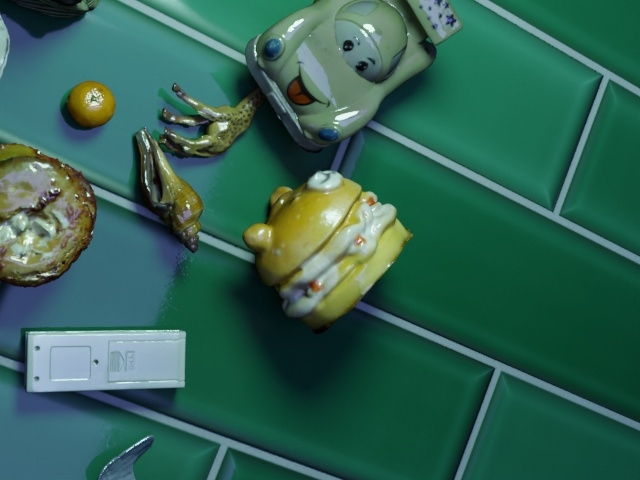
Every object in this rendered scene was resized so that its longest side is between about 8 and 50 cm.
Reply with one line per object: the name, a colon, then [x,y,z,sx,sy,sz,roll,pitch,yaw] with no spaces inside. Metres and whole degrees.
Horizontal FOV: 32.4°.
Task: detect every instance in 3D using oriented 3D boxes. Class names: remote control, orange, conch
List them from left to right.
orange: [-0.395,-0.236,1.900,0.083,0.083,0.084,-1,92,-22]
remote control: [-0.377,0.210,1.936,0.277,0.055,0.103,1,91,-21]
conch: [-0.275,-0.084,1.961,0.086,0.080,0.233,-37,80,-30]

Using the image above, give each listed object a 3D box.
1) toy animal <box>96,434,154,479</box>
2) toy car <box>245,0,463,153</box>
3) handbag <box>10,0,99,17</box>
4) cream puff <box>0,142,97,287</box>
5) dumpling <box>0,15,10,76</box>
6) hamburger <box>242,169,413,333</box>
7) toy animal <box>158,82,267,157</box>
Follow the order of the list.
toy animal: [-0.337,0.477,1.952,0.255,0.176,0.239,-15,103,-56]
toy car: [0.066,-0.345,1.985,0.336,0.226,0.242,-43,107,-34]
handbag: [-0.472,-0.522,1.774,0.340,0.240,0.247,32,81,-21]
cream puff: [-0.495,-0.044,1.822,0.240,0.164,0.240,-6,110,-16]
dumpling: [-0.666,-0.270,1.742,0.341,0.181,0.260,-51,125,-29]
hamburger: [0.000,0.000,1.985,0.237,0.276,0.276,43,76,-7]
toy animal: [-0.171,-0.235,2.004,0.275,0.054,0.149,-18,102,-22]
